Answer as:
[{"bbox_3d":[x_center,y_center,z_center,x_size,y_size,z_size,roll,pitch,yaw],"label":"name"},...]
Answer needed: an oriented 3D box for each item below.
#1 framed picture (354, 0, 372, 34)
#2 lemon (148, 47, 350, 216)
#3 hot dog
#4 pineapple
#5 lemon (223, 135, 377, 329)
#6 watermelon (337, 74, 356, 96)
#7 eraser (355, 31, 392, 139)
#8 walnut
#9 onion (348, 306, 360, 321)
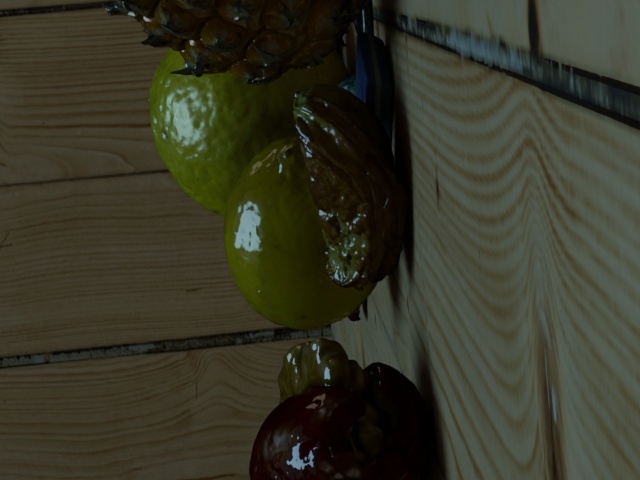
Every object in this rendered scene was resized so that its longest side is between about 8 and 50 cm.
[{"bbox_3d":[0.046,-0.442,1.848,0.255,0.014,0.338,-100,5,-67],"label":"framed picture"},{"bbox_3d":[-0.104,-0.199,2.196,0.387,0.350,0.349,-127,27,-52],"label":"lemon"},{"bbox_3d":[0.042,-0.070,1.591,0.175,0.114,0.259,-96,-4,-49],"label":"hot dog"},{"bbox_3d":[-0.093,-0.352,1.551,0.300,0.352,0.352,35,-145,-40],"label":"pineapple"},{"bbox_3d":[-0.019,-0.010,1.830,0.263,0.236,0.236,123,150,-41],"label":"lemon"},{"bbox_3d":[0.054,-0.202,1.977,0.061,0.085,0.085,47,-156,-39],"label":"watermelon"},{"bbox_3d":[0.067,-0.161,1.696,0.225,0.036,0.082,89,173,-58],"label":"eraser"},{"bbox_3d":[0.026,0.227,1.579,0.269,0.222,0.243,119,140,-58],"label":"walnut"},{"bbox_3d":[0.000,0.000,2.451,0.314,0.146,0.280,93,168,-47],"label":"onion"}]
